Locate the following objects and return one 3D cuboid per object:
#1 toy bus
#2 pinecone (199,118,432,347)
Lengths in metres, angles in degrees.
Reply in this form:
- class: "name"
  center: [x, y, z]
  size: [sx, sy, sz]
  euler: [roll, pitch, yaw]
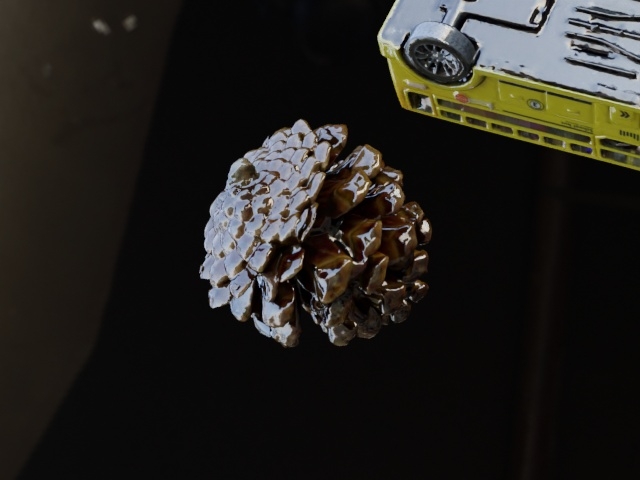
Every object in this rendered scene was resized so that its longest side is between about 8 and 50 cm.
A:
- class: "toy bus"
  center: [0.228, -0.152, 1.317]
  size: [0.145, 0.331, 0.151]
  euler: [-62, -23, -26]
- class: "pinecone"
  center: [0.000, 0.000, 1.076]
  size: [0.173, 0.174, 0.174]
  euler: [-23, -36, -18]
